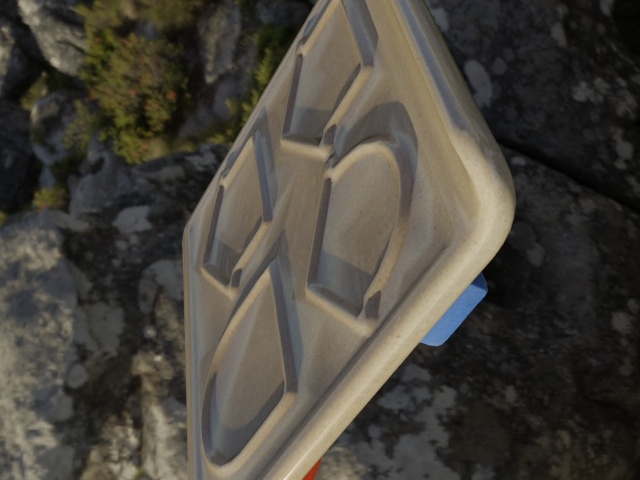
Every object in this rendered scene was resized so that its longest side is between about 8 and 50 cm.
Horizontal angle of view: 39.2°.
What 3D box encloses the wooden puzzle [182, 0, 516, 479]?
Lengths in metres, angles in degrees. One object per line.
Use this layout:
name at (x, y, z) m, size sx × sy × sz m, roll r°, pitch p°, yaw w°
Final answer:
wooden puzzle at (0.000, 0.000, 0.568) m, size 0.347 × 0.081 × 0.322 m, roll -60°, pitch 26°, yaw 33°
